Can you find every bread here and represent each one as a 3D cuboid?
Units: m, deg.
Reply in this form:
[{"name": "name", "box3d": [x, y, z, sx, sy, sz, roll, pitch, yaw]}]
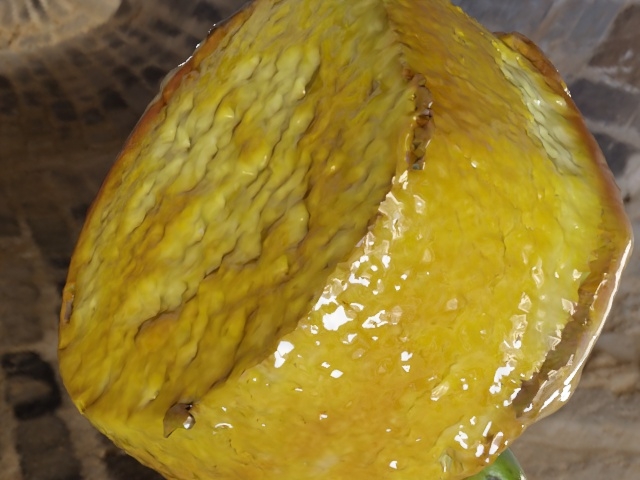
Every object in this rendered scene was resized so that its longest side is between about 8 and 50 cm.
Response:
[{"name": "bread", "box3d": [0.000, 0.000, 0.633, 0.215, 0.398, 0.398, 34, -176, -34]}]

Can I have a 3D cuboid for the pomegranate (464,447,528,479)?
[{"name": "pomegranate", "box3d": [0.094, 0.243, 0.796, 0.156, 0.220, 0.156, 10, -144, -8]}]
